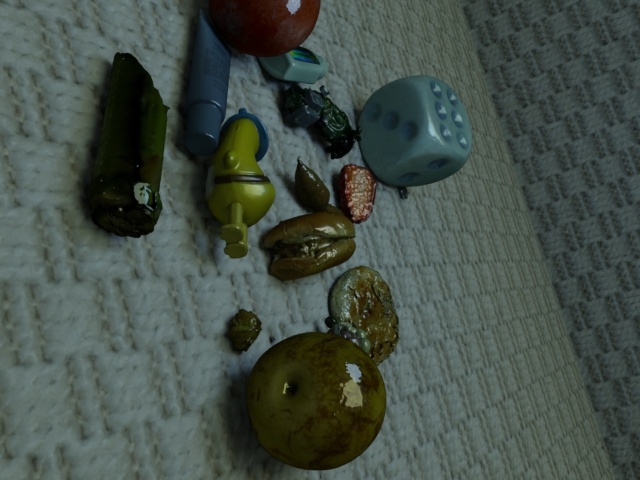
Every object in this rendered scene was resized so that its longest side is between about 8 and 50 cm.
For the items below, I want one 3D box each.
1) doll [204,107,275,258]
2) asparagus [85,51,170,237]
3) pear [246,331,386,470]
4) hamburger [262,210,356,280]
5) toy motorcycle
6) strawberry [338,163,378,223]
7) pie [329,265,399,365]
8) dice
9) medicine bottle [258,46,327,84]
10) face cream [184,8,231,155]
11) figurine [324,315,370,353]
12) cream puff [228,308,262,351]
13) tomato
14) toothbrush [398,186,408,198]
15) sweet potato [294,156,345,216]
[{"bbox_3d":[-0.167,-0.144,1.505,0.199,0.145,0.363,88,1,-56],"label":"doll"},{"bbox_3d":[-0.340,-0.188,1.300,0.108,0.128,0.381,89,-1,-59],"label":"asparagus"},{"bbox_3d":[-0.007,0.308,1.373,0.281,0.281,0.280,35,44,-43],"label":"pear"},{"bbox_3d":[0.000,0.000,1.681,0.283,0.157,0.144,-14,83,-57],"label":"hamburger"},{"bbox_3d":[0.009,-0.321,1.934,0.275,0.125,0.187,19,47,-50],"label":"toy motorcycle"},{"bbox_3d":[0.088,-0.124,1.985,0.121,0.082,0.188,25,59,-24],"label":"strawberry"},{"bbox_3d":[0.116,0.192,1.847,0.274,0.055,0.274,26,55,-45],"label":"pie"},{"bbox_3d":[0.294,-0.332,2.216,0.265,0.263,0.268,13,64,-46],"label":"dice"},{"bbox_3d":[-0.062,-0.476,1.928,0.121,0.083,0.229,44,26,18],"label":"medicine bottle"},{"bbox_3d":[-0.246,-0.346,1.579,0.135,0.086,0.385,51,29,-45],"label":"face cream"},{"bbox_3d":[0.036,0.244,1.649,0.197,0.093,0.147,7,55,-55],"label":"figurine"},{"bbox_3d":[-0.147,0.178,1.432,0.083,0.058,0.083,-25,95,-61],"label":"cream puff"},{"bbox_3d":[-0.137,-0.564,1.705,0.265,0.265,0.265,35,44,-43],"label":"tomato"},{"bbox_3d":[0.239,-0.288,2.363,0.031,0.023,0.321,9,65,-59],"label":"toothbrush"},{"bbox_3d":[-0.008,-0.107,1.822,0.269,0.075,0.074,50,34,-47],"label":"sweet potato"}]
